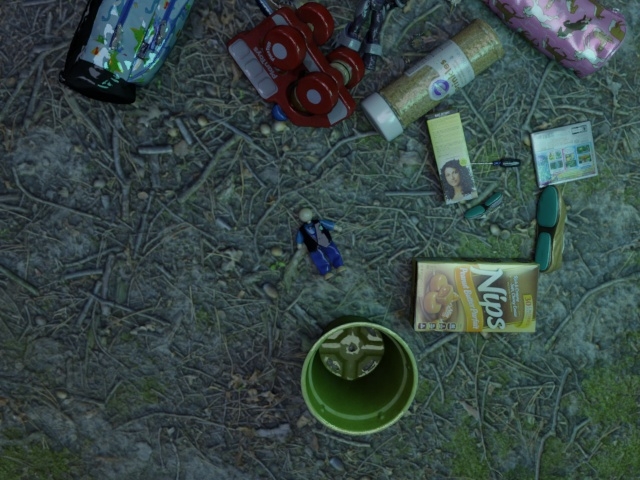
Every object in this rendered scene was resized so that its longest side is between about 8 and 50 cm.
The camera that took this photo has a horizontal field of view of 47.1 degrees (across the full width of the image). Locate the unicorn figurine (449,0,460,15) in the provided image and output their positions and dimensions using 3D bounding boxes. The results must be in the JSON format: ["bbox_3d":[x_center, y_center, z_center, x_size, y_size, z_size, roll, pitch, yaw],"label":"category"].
[{"bbox_3d":[0.321,-0.650,1.787,0.111,0.060,0.162,33,97,-6],"label":"unicorn figurine"}]

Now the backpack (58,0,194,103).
[{"bbox_3d":[-0.436,-0.498,1.694,0.273,0.290,0.356,10,92,-12],"label":"backpack"}]

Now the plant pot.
[{"bbox_3d":[0.086,0.303,1.835,0.276,0.254,0.276,0,100,-3],"label":"plant pot"}]

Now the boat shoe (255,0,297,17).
[{"bbox_3d":[-0.088,-0.548,1.792,0.066,0.066,0.183,-42,108,0],"label":"boat shoe"}]

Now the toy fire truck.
[{"bbox_3d":[-0.060,-0.397,1.746,0.254,0.169,0.302,-19,114,46],"label":"toy fire truck"}]

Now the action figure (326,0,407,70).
[{"bbox_3d":[0.123,-0.559,1.755,0.185,0.099,0.285,12,111,-30],"label":"action figure"}]

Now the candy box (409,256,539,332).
[{"bbox_3d":[0.395,0.139,1.903,0.316,0.087,0.183,1,99,-2],"label":"candy box"}]

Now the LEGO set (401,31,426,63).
[{"bbox_3d":[0.234,-0.483,1.834,0.083,0.023,0.054,-39,96,17],"label":"LEGO set"}]

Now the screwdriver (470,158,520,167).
[{"bbox_3d":[0.429,-0.195,1.885,0.169,0.024,0.025,-5,71,0],"label":"screwdriver"}]

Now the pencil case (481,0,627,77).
[{"bbox_3d":[0.540,-0.563,1.762,0.386,0.160,0.167,34,68,-6],"label":"pencil case"}]

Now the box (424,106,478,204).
[{"bbox_3d":[0.330,-0.214,1.855,0.087,0.058,0.232,-14,99,9],"label":"box"}]

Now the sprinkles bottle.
[{"bbox_3d":[0.272,-0.392,1.797,0.355,0.121,0.121,-36,99,3],"label":"sprinkles bottle"}]

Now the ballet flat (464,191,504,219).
[{"bbox_3d":[0.426,-0.079,1.896,0.114,0.041,0.041,-33,99,5],"label":"ballet flat"}]

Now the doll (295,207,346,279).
[{"bbox_3d":[0.000,0.000,1.887,0.129,0.046,0.189,-28,93,12],"label":"doll"}]

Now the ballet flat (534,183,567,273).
[{"bbox_3d":[0.600,-0.030,1.902,0.073,0.080,0.232,-1,103,-30],"label":"ballet flat"}]

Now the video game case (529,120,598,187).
[{"bbox_3d":[0.625,-0.221,1.889,0.157,0.019,0.143,-12,100,-1],"label":"video game case"}]
